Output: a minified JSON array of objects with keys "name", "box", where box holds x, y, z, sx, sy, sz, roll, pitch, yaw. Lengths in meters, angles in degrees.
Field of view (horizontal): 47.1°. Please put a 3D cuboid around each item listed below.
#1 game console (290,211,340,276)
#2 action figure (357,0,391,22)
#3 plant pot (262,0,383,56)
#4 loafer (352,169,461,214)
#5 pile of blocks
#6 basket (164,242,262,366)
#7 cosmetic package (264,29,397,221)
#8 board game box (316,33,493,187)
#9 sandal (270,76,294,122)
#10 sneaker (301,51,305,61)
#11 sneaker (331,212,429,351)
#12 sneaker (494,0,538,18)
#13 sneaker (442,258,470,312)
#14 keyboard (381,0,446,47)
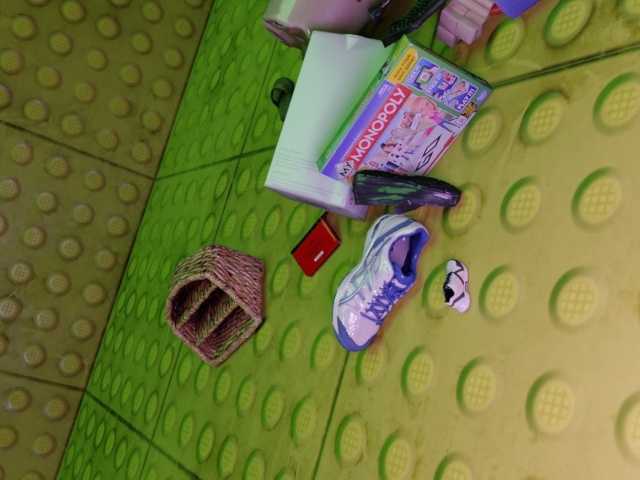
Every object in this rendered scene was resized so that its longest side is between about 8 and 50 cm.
[{"name":"game console","box":[0.000,0.000,1.833,0.144,0.085,0.124,-50,64,33]},{"name":"action figure","box":[0.192,-0.637,1.667,0.276,0.164,0.141,-40,33,20]},{"name":"plant pot","box":[0.018,-0.625,1.841,0.305,0.334,0.334,-60,28,-1]},{"name":"loafer","box":[0.168,-0.089,1.456,0.223,0.076,0.078,10,113,25]},{"name":"pile of blocks","box":[0.371,-0.542,1.474,0.113,0.149,0.362,39,124,17]},{"name":"basket","box":[-0.316,0.180,2.057,0.299,0.214,0.223,-43,36,40]},{"name":"cosmetic package","box":[0.043,-0.264,1.678,0.217,0.156,0.384,18,87,23]},{"name":"board game box","box":[0.165,-0.228,1.480,0.317,0.214,0.046,-54,31,27]},{"name":"sandal","box":[-0.128,-0.451,2.320,0.090,0.060,0.219,-49,34,33]},{"name":"sneaker","box":[0.048,-0.595,2.053,0.297,0.111,0.129,-55,-1,-8]},{"name":"sneaker","box":[0.118,0.086,1.457,0.131,0.112,0.296,18,88,62]},{"name":"sneaker","box":[0.432,-0.511,1.290,0.315,0.128,0.182,-44,34,36]},{"name":"sneaker","box":[0.240,0.076,1.320,0.040,0.044,0.109,-46,33,40]},{"name":"keyboard","box":[0.233,-0.517,1.590,0.317,0.033,0.202,-46,16,-27]}]
